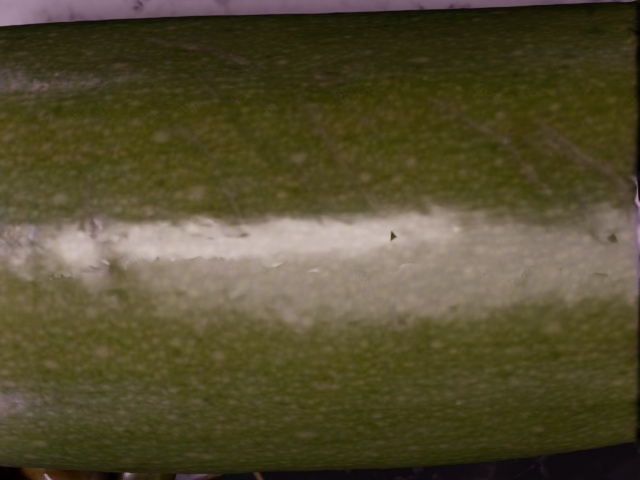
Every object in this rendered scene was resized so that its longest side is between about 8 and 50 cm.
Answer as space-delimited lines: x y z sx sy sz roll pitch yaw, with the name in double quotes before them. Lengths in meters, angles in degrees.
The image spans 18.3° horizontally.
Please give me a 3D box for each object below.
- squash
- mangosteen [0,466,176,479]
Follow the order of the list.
"squash" 0.000 0.000 1.106 0.384 0.263 0.263 -2 115 9
"mangosteen" -0.221 0.235 1.239 0.347 0.307 0.307 -29 109 2
